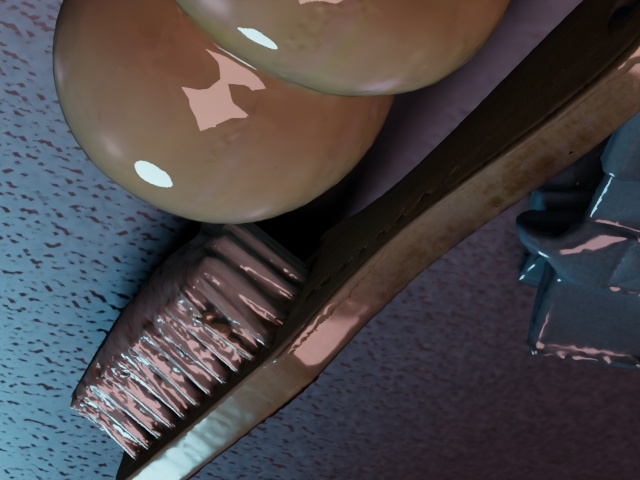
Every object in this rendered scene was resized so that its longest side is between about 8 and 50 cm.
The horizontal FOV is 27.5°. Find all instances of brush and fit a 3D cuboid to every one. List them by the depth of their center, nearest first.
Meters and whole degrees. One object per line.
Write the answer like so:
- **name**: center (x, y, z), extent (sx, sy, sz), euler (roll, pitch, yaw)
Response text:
- **brush**: center (0.000, 0.000, 0.454), extent (0.065, 0.070, 0.327), euler (38, 133, -13)

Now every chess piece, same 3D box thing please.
- **chess piece**: center (0.012, -0.104, 0.344), extent (0.143, 0.143, 0.261), euler (24, 135, -23)

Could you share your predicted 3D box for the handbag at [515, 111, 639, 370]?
- **handbag**: center (0.171, -0.040, 0.451), extent (0.179, 0.062, 0.229), euler (9, 133, -6)
